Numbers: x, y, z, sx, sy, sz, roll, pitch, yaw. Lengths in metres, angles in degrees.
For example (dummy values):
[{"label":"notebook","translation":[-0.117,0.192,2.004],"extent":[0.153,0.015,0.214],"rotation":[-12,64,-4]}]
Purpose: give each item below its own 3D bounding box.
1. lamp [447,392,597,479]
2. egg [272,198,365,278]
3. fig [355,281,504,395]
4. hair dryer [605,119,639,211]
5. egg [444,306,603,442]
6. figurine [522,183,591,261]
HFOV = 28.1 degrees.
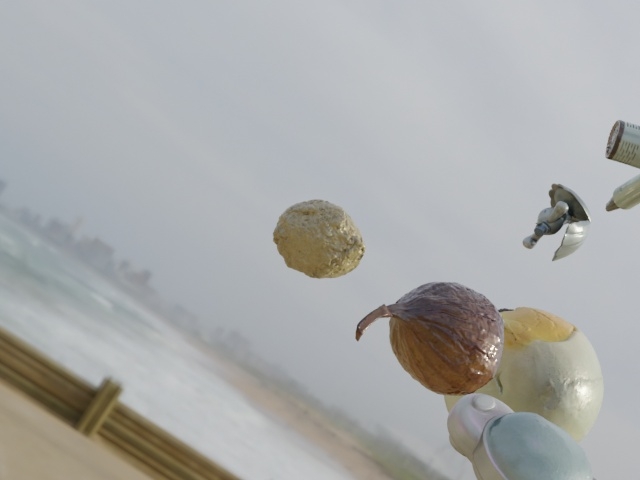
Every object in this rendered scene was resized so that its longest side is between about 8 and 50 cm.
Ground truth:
[{"label":"lamp","translation":[0.289,0.300,1.812],"extent":[0.246,0.108,0.179],"rotation":[42,28,28]},{"label":"egg","translation":[0.000,0.000,1.871],"extent":[0.140,0.116,0.118],"rotation":[20,-23,9]},{"label":"fig","translation":[0.115,0.098,1.509],"extent":[0.201,0.133,0.146],"rotation":[26,-6,-32]},{"label":"hair dryer","translation":[0.346,-0.053,1.285],"extent":[0.155,0.044,0.183],"rotation":[18,-18,2]},{"label":"egg","translation":[0.405,0.288,2.441],"extent":[0.337,0.337,0.201],"rotation":[34,0,-8]},{"label":"figurine","translation":[0.316,-0.022,1.698],"extent":[0.082,0.086,0.094],"rotation":[39,-21,15]}]
